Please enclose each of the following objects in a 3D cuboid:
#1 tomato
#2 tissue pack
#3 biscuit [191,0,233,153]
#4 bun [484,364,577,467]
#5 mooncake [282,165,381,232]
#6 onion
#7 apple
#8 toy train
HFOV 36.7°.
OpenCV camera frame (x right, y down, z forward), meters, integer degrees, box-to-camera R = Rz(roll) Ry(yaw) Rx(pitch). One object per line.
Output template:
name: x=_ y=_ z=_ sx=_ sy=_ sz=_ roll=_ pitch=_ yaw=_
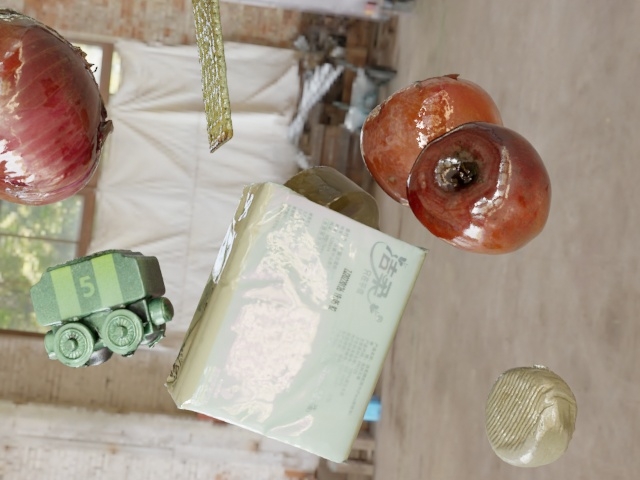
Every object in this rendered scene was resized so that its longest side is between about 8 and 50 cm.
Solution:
tomato: x=0.211 y=-0.174 z=1.785 sx=0.265 sy=0.265 sz=0.265 roll=-174 pitch=90 yaw=-85
tissue pack: x=-0.045 y=0.140 z=1.699 sx=0.405 sy=0.332 sz=0.205 roll=-69 pitch=15 yaw=-5
biscuit: x=-0.150 y=-0.244 z=1.333 sx=0.139 sy=0.016 sz=0.231 roll=169 pitch=95 yaw=-72
bun: x=0.368 y=0.300 z=1.647 sx=0.173 sy=0.113 sz=0.166 roll=-45 pitch=44 yaw=44
mooncake: x=0.000 y=0.000 z=2.017 sx=0.155 sy=0.284 sz=0.284 roll=34 pitch=131 yaw=32
onion: x=-0.499 y=-0.222 z=1.590 sx=0.353 sy=0.353 sz=0.353 roll=-174 pitch=90 yaw=-85
apple: x=0.264 y=-0.079 z=1.554 sx=0.234 sy=0.234 sz=0.234 roll=-174 pitch=90 yaw=-85
toy train: x=-0.467 y=0.144 z=2.068 sx=0.167 sy=0.299 sz=0.238 roll=8 pitch=-114 yaw=-79
